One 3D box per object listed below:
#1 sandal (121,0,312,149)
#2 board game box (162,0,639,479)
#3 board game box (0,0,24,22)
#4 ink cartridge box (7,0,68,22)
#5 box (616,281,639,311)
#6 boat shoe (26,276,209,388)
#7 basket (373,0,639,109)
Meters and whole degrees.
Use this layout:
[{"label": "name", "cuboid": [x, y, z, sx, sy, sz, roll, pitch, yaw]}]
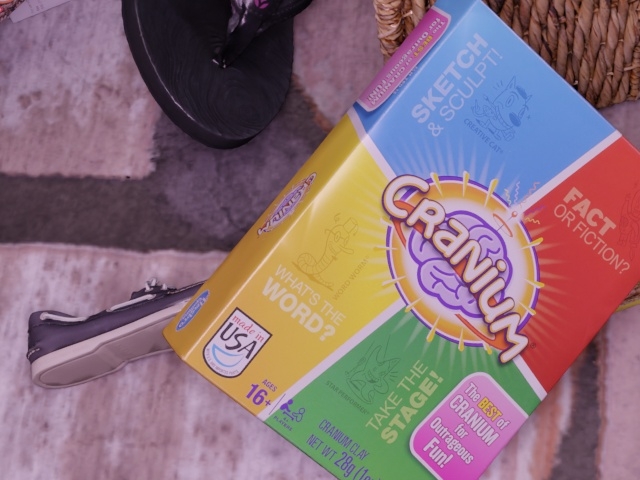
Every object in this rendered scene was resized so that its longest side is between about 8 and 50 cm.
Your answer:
[{"label": "sandal", "cuboid": [-0.063, -0.289, 1.392, 0.167, 0.107, 0.446, 24, 58, -26]}, {"label": "board game box", "cuboid": [0.081, 0.021, 1.131, 0.316, 0.242, 0.064, -51, 22, -1]}, {"label": "board game box", "cuboid": [-0.375, -0.281, 1.392, 0.291, 0.141, 0.232, -37, 58, 21]}, {"label": "ink cartridge box", "cuboid": [-0.229, -0.307, 1.486, 0.191, 0.082, 0.139, -22, 60, -5]}, {"label": "box", "cuboid": [0.156, 0.032, 1.248, 0.232, 0.058, 0.087, -21, 60, -2]}, {"label": "boat shoe", "cuboid": [-0.140, 0.055, 1.274, 0.206, 0.075, 0.065, -20, 63, 3]}, {"label": "basket", "cuboid": [0.122, -0.231, 1.260, 0.223, 0.299, 0.213, -19, 60, -2]}]
